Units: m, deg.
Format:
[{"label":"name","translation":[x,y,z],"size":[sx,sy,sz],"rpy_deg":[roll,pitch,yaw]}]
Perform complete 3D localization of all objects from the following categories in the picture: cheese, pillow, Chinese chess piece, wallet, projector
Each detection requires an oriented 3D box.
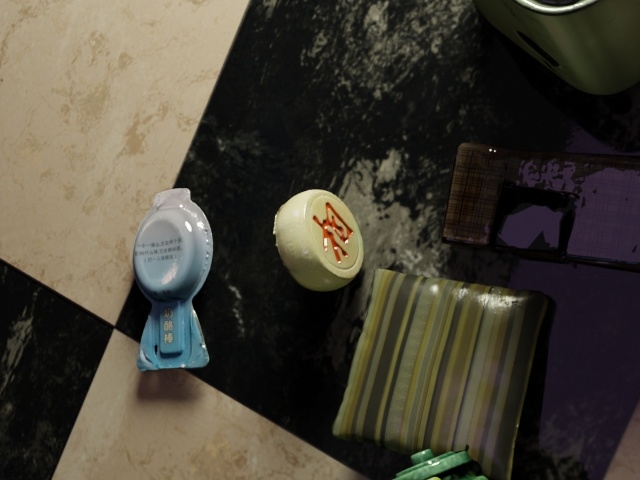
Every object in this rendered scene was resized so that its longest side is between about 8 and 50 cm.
[{"label":"cheese","translation":[-0.199,0.051,1.133],"size":[0.135,0.052,0.245],"rpy_deg":[-8,79,28]},{"label":"pillow","translation":[0.129,0.141,0.937],"size":[0.212,0.052,0.208],"rpy_deg":[8,73,28]},{"label":"Chinese chess piece","translation":[0.000,0.000,1.000],"size":[0.051,0.122,0.122],"rpy_deg":[-21,72,32]},{"label":"wallet","translation":[0.250,-0.041,0.926],"size":[0.230,0.042,0.124],"rpy_deg":[8,82,26]},{"label":"projector","translation":[0.266,-0.325,0.850],"size":[0.248,0.249,0.248],"rpy_deg":[-49,64,12]}]

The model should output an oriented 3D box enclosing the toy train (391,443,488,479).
[{"label":"toy train","translation":[0.026,0.326,0.827],"size":[0.369,0.237,0.150],"rpy_deg":[-41,69,47]}]
